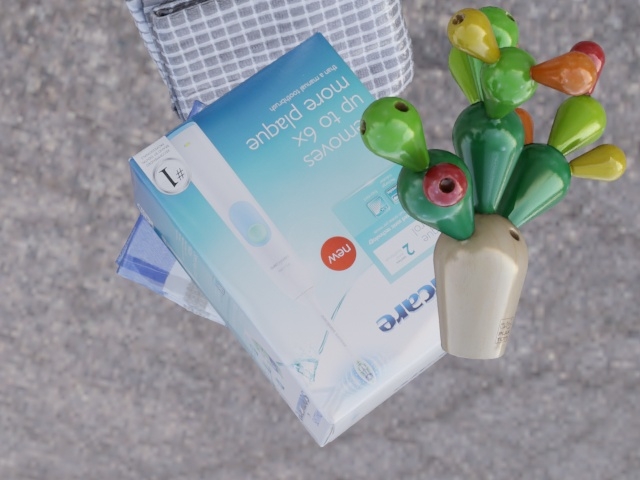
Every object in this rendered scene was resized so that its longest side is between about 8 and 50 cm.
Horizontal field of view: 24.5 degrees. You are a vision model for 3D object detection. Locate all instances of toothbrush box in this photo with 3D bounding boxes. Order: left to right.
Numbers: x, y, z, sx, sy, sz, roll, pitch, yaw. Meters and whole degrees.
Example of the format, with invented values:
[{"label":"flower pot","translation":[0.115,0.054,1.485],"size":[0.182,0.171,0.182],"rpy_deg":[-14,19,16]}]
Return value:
[{"label":"toothbrush box","translation":[0.000,0.000,1.322],"size":[0.295,0.216,0.126],"rpy_deg":[53,166,11]}]

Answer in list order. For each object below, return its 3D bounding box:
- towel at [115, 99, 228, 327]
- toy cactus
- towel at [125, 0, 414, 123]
[{"label":"towel","translation":[-0.047,0.007,1.527],"size":[0.285,0.209,0.034],"rpy_deg":[27,-171,-5]},{"label":"toy cactus","translation":[0.096,-0.029,0.762],"size":[0.112,0.181,0.219],"rpy_deg":[9,-169,25]},{"label":"towel","translation":[-0.046,-0.222,1.601],"size":[0.283,0.121,0.235],"rpy_deg":[-20,144,-2]}]
